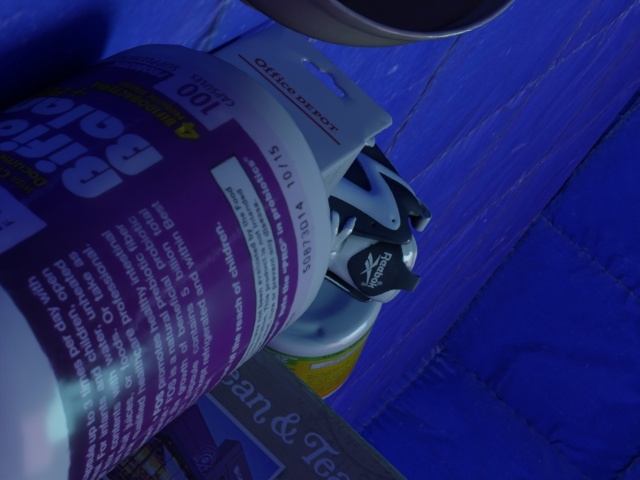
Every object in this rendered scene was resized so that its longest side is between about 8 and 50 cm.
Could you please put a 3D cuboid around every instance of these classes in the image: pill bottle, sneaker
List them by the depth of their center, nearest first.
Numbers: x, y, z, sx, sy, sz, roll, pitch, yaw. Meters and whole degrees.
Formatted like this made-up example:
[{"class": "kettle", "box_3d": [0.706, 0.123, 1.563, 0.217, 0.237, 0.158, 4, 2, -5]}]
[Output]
[{"class": "pill bottle", "box_3d": [-0.141, 0.034, 0.711, 0.301, 0.169, 0.169, -38, 166, -46]}, {"class": "sneaker", "box_3d": [0.000, 0.000, 1.209, 0.235, 0.153, 0.094, -36, 163, -50]}, {"class": "pill bottle", "box_3d": [-0.025, 0.074, 1.436, 0.136, 0.136, 0.246, -44, 169, -20]}]

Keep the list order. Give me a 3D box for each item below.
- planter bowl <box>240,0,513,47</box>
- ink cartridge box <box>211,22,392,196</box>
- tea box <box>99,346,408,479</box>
[{"class": "planter bowl", "box_3d": [0.008, -0.157, 0.701, 0.162, 0.162, 0.109, -42, -166, -29]}, {"class": "ink cartridge box", "box_3d": [-0.049, -0.054, 0.937, 0.181, 0.104, 0.061, -36, 165, -47]}, {"class": "tea box", "box_3d": [-0.079, 0.182, 1.014, 0.220, 0.329, 0.323, -46, 163, -8]}]
